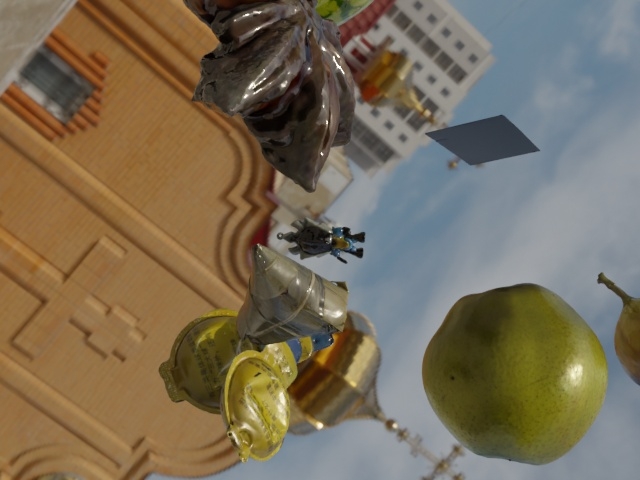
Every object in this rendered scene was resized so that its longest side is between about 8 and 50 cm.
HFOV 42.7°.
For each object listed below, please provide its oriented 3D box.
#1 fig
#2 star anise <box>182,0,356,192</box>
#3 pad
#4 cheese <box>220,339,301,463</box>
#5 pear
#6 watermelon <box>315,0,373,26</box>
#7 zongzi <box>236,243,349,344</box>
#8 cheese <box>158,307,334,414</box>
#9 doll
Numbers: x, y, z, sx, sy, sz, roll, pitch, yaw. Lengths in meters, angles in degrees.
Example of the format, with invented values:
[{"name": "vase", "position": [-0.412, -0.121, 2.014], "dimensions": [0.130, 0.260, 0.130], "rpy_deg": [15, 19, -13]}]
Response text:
[{"name": "fig", "position": [0.550, 0.148, 1.406], "dimensions": [0.143, 0.231, 0.160], "rpy_deg": [-31, 153, -37]}, {"name": "star anise", "position": [-0.056, -0.195, 0.769], "dimensions": [0.108, 0.315, 0.315], "rpy_deg": [-20, -153, 25]}, {"name": "pad", "position": [0.335, -0.201, 1.670], "dimensions": [0.164, 0.243, 0.004], "rpy_deg": [-10, -106, 30]}, {"name": "cheese", "position": [-0.077, 0.207, 1.150], "dimensions": [0.064, 0.156, 0.250], "rpy_deg": [-13, -155, 26]}, {"name": "pear", "position": [0.310, 0.218, 1.323], "dimensions": [0.294, 0.294, 0.294], "rpy_deg": [-47, -166, 15]}, {"name": "watermelon", "position": [-0.033, -0.398, 1.037], "dimensions": [0.285, 0.285, 0.285], "rpy_deg": [-47, -166, 15]}, {"name": "zongzi", "position": [-0.074, 0.066, 0.979], "dimensions": [0.160, 0.176, 0.078], "rpy_deg": [-22, -128, 34]}, {"name": "cheese", "position": [-0.112, 0.172, 1.261], "dimensions": [0.270, 0.177, 0.069], "rpy_deg": [-21, 153, -18]}, {"name": "doll", "position": [0.000, 0.000, 1.800], "dimensions": [0.070, 0.195, 0.095], "rpy_deg": [-75, 171, -79]}]
